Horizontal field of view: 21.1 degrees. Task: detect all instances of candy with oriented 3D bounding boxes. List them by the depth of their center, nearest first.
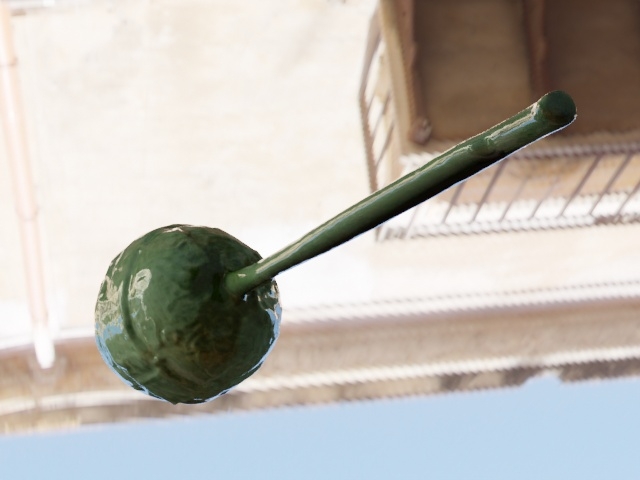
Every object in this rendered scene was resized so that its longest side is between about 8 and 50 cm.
[{"bbox_3d":[0.000,0.000,1.004,0.119,0.440,0.119,14,-116,-31],"label":"candy"}]
